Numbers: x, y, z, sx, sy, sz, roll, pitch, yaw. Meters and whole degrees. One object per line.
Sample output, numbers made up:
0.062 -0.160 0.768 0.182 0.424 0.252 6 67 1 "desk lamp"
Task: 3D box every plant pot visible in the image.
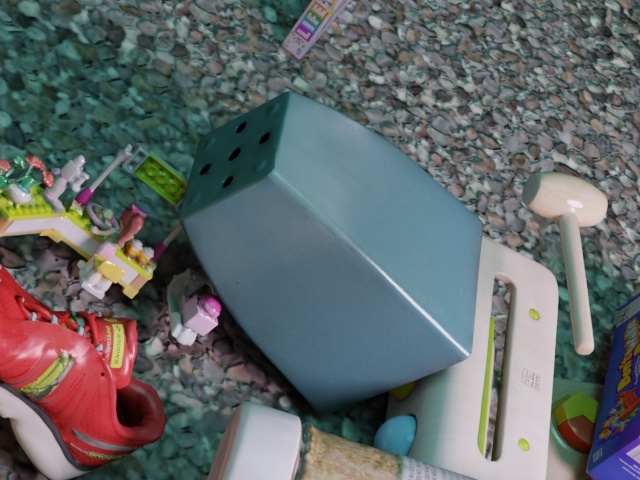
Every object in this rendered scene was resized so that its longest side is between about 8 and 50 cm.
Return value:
0.000 0.000 1.378 0.234 0.165 0.165 43 37 -31 "plant pot"

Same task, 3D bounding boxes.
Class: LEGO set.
-0.188 -0.027 1.320 0.287 0.107 0.132 31 21 -41 "LEGO set"

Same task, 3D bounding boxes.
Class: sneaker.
-0.197 0.072 1.194 0.279 0.118 0.107 60 16 -49 "sneaker"

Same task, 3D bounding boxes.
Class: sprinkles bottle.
0.085 0.235 1.257 0.355 0.121 0.121 19 47 -6 "sprinkles bottle"

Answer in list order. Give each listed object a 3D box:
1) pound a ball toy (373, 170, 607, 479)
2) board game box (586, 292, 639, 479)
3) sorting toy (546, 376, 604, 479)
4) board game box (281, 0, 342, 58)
0.139 0.095 1.423 0.136 0.208 0.319 24 47 -15 "pound a ball toy"
0.431 0.220 1.573 0.347 0.078 0.233 36 42 -11 "board game box"
0.285 0.217 1.540 0.208 0.038 0.193 8 53 -28 "sorting toy"
0.023 -0.267 1.705 0.026 0.103 0.154 37 44 -2 "board game box"
